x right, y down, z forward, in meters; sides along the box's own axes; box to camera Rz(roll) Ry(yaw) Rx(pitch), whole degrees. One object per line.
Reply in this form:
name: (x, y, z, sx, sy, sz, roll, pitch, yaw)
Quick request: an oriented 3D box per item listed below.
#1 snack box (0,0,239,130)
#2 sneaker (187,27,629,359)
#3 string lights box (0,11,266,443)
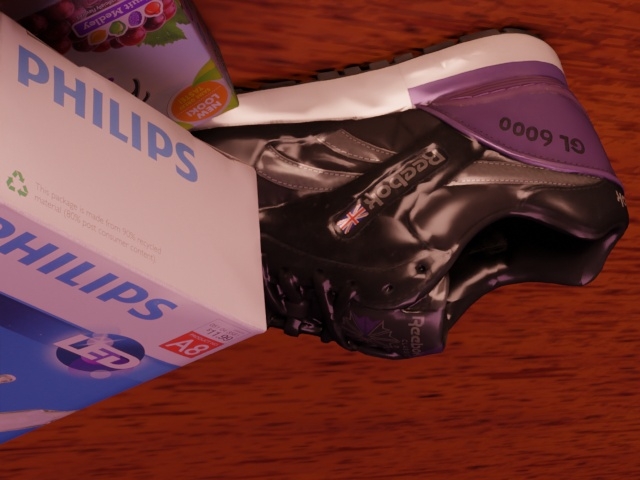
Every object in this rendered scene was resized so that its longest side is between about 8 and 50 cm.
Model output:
snack box: (-0.114, -0.061, 0.557, 0.141, 0.037, 0.100, -24, 149, 5)
sneaker: (0.000, 0.000, 0.638, 0.283, 0.124, 0.107, -19, 147, -6)
string lights box: (-0.162, 0.024, 0.551, 0.259, 0.077, 0.133, -25, 144, 31)
